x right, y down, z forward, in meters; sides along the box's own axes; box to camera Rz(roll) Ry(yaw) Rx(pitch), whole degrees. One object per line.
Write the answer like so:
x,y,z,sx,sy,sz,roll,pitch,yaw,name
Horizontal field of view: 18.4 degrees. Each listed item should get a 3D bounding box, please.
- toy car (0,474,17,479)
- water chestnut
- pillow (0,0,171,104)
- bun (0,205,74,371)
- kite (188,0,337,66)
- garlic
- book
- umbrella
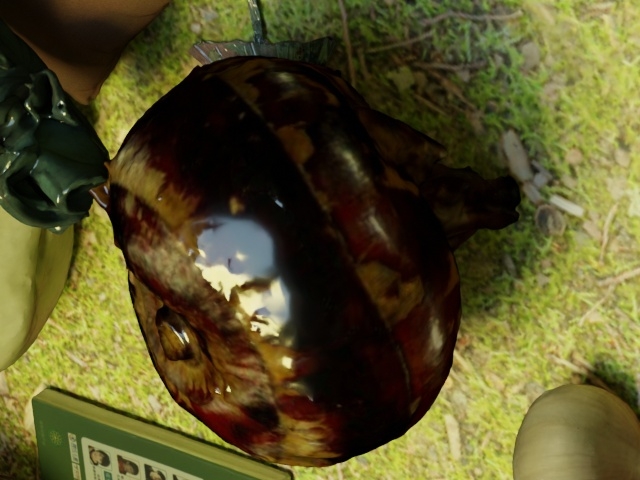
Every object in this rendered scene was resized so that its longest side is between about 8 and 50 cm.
-0.378,0.310,1.817,0.341,0.240,0.271,0,105,16,toy car
0.000,0.000,1.362,0.300,0.300,0.300,18,124,28,water chestnut
-0.199,-0.274,1.428,0.305,0.108,0.308,51,137,-5,pillow
-0.358,-0.042,1.605,0.361,0.213,0.361,19,127,27,bun
-0.044,-0.143,1.455,0.139,0.011,0.156,2,117,33,kite
0.180,0.193,1.393,0.099,0.124,0.174,-6,67,36,garlic
-0.136,0.252,1.735,0.264,0.027,0.202,15,123,30,book
-0.276,-0.150,1.420,0.349,0.094,0.143,51,172,0,umbrella
